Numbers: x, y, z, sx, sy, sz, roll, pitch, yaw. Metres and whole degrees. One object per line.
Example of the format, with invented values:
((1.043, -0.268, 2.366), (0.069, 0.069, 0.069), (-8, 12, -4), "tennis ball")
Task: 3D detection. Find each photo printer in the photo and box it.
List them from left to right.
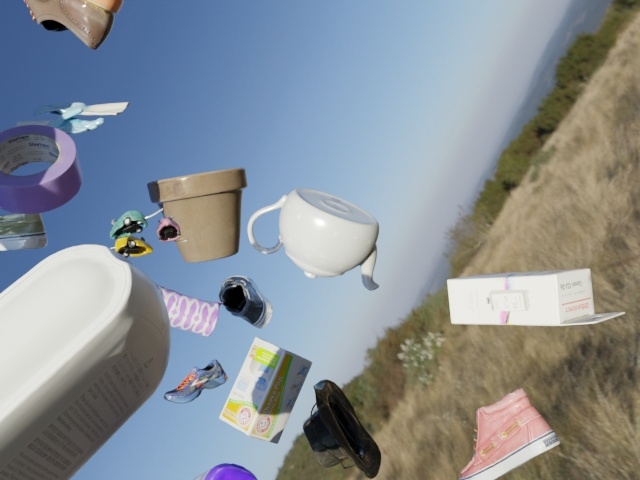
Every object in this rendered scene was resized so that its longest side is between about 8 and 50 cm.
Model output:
((-0.274, 0.154, 0.573), (0.307, 0.107, 0.256), (-46, -16, -26), "photo printer")

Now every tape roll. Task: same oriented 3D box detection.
((-0.595, -0.149, 1.232), (0.189, 0.189, 0.080), (-53, -18, -38), "tape roll")

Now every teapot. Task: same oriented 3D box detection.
((0.000, 0.000, 1.406), (0.252, 0.256, 0.187), (4, -65, -48), "teapot")

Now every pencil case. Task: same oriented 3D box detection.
((-0.330, 0.151, 1.352), (0.086, 0.206, 0.088), (-43, 31, 44), "pencil case")

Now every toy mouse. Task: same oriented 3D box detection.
((-0.282, -0.022, 0.972), (0.161, 0.031, 0.143), (-2, -32, -35), "toy mouse")

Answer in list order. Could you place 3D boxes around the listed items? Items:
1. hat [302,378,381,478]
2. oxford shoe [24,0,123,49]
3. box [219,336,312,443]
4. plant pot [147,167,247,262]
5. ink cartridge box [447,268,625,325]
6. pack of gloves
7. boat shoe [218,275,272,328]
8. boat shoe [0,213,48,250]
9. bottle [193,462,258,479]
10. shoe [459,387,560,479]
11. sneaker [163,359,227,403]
((0.035, 0.554, 1.682), (0.134, 0.331, 0.331), (-37, -8, 8), "hat")
((-0.585, -0.517, 1.238), (0.132, 0.364, 0.130), (-64, -15, 15), "oxford shoe")
((-0.125, 0.343, 1.371), (0.103, 0.114, 0.203), (35, -105, -44), "box")
((-0.310, -0.064, 1.596), (0.263, 0.263, 0.229), (-26, -72, -72), "plant pot")
((0.288, 0.075, 0.807), (0.115, 0.198, 0.067), (-4, -92, -46), "ink cartridge box")
((-0.596, -0.302, 1.397), (0.195, 0.232, 0.046), (-79, -13, -56), "pack of gloves")
((-0.240, 0.160, 1.711), (0.108, 0.102, 0.301), (-59, 30, 2), "boat shoe")
((-0.799, -0.020, 1.420), (0.109, 0.302, 0.094), (-125, 32, -88), "boat shoe")
((-0.181, 0.442, 0.979), (0.283, 0.092, 0.118), (129, 160, -54), "bottle")
((0.229, 0.264, 0.786), (0.063, 0.081, 0.178), (-7, -34, -35), "shoe")
((-0.406, 0.451, 1.917), (0.221, 0.083, 0.087), (-23, -77, -41), "sneaker")
